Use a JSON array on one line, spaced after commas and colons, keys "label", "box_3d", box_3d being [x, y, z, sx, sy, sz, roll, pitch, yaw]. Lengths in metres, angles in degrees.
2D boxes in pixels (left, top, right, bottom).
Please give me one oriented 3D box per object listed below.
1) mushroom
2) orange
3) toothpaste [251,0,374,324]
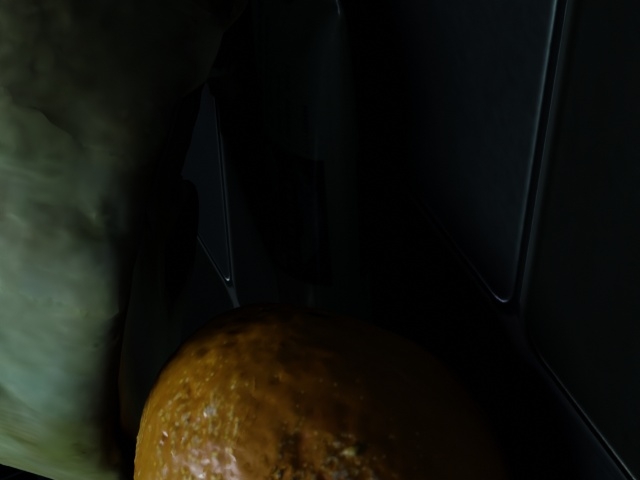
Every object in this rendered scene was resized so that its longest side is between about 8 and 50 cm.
[{"label": "mushroom", "box_3d": [-0.125, -0.009, 0.528, 0.267, 0.164, 0.190, 131, 153, -84]}, {"label": "orange", "box_3d": [0.000, 0.087, 0.462, 0.135, 0.135, 0.118, 145, 140, -72]}, {"label": "toothpaste", "box_3d": [0.000, 0.000, 0.525, 0.060, 0.038, 0.233, 43, 146, 49]}]
